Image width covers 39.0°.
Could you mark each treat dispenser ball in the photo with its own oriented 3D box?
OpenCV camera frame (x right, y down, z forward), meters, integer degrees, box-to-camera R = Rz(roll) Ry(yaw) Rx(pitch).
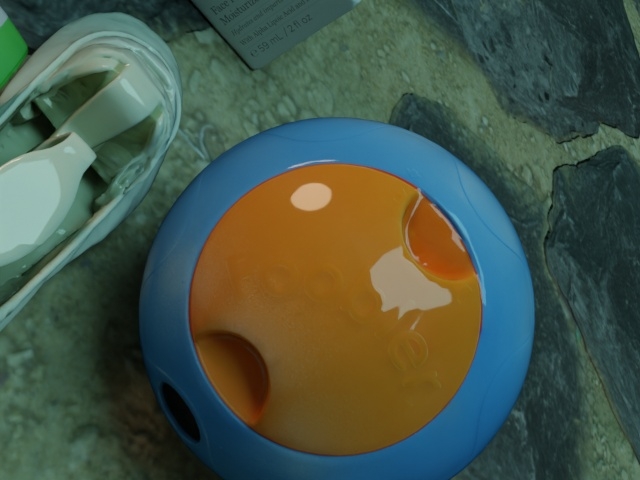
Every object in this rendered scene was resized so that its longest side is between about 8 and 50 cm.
[{"bbox_3d":[0.011,0.054,0.670,0.288,0.288,0.288,23,57,-39],"label":"treat dispenser ball"}]

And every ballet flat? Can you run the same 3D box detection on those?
[{"bbox_3d":[-0.179,-0.057,0.637,0.139,0.139,0.400,49,43,-20],"label":"ballet flat"}]

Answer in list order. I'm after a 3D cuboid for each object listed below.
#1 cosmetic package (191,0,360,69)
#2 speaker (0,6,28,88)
[{"bbox_3d":[-0.049,-0.301,0.875,0.184,0.151,0.151,46,45,-22],"label":"cosmetic package"},{"bbox_3d":[-0.327,-0.180,0.539,0.296,0.131,0.131,43,46,-25],"label":"speaker"}]
